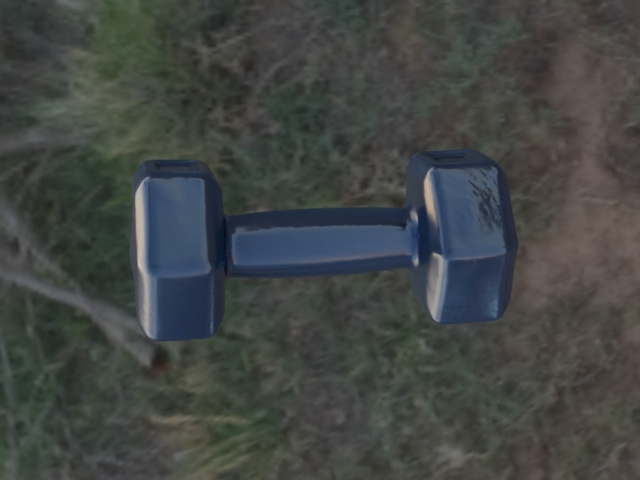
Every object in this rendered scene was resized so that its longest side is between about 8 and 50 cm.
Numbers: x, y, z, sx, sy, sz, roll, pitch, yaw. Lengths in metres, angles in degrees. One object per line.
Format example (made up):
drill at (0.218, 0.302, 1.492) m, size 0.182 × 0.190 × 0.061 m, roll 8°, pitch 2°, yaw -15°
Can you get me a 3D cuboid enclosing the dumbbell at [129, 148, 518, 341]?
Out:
dumbbell at (0.000, 0.001, 1.338) m, size 0.144 × 0.316 × 0.157 m, roll 109°, pitch 157°, yaw -70°
